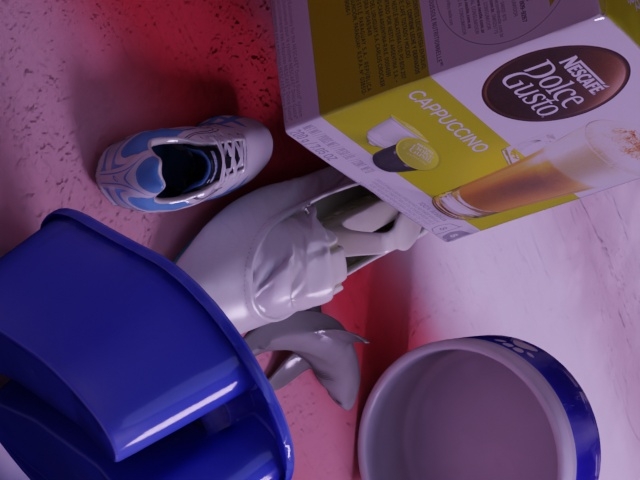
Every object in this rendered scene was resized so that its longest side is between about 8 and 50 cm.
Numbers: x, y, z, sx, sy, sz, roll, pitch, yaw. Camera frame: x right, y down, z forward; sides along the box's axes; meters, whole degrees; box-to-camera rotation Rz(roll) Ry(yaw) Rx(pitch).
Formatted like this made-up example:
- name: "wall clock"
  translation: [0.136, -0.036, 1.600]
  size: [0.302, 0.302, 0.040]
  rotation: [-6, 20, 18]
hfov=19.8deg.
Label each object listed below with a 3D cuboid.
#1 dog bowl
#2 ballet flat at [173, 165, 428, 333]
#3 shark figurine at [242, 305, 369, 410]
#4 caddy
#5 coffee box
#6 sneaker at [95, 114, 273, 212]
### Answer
- name: "dog bowl"
  translation: [0.180, 0.240, 2.081]
  size: [0.104, 0.265, 0.265]
  rotation: [-5, 101, -57]
- name: "ballet flat"
  translation: [0.000, 0.000, 1.887]
  size: [0.400, 0.139, 0.139]
  rotation: [-31, 122, -48]
- name: "shark figurine"
  translation: [-0.014, 0.114, 1.911]
  size: [0.278, 0.116, 0.166]
  rotation: [-4, 99, -57]
- name: "caddy"
  translation: [-0.160, 0.110, 1.524]
  size: [0.179, 0.341, 0.241]
  rotation: [-34, 127, -26]
- name: "coffee box"
  translation: [0.173, -0.245, 1.805]
  size: [0.337, 0.334, 0.338]
  rotation: [31, 48, -53]
- name: "sneaker"
  translation: [-0.113, -0.072, 1.749]
  size: [0.237, 0.086, 0.085]
  rotation: [-18, 111, -54]
